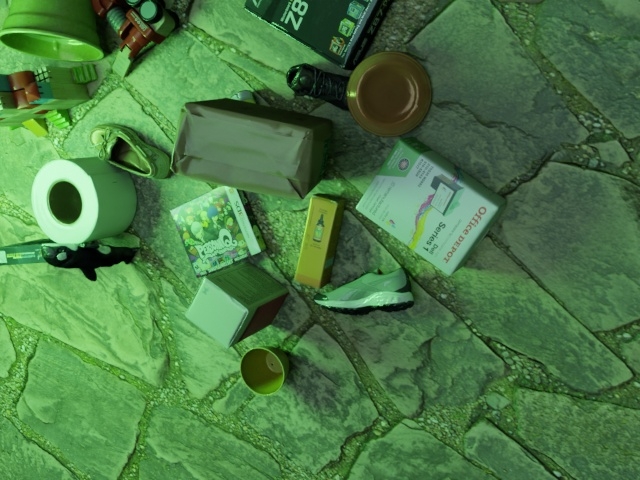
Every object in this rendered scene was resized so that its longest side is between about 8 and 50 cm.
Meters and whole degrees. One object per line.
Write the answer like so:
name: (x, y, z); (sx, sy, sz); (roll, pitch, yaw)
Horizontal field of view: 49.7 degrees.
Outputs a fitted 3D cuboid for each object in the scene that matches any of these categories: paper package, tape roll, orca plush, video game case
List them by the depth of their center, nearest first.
paper package: (-0.144, -0.221, 1.618); (0.310, 0.325, 0.168); (13, 104, 5)
video game case: (-0.283, -0.030, 1.901); (0.232, 0.042, 0.210); (-21, 89, 26)
orca plush: (-0.644, 0.066, 1.942); (0.151, 0.287, 0.102); (-5, 84, 27)
tape roll: (-0.679, -0.117, 1.992); (0.246, 0.169, 0.246); (4, 100, 23)

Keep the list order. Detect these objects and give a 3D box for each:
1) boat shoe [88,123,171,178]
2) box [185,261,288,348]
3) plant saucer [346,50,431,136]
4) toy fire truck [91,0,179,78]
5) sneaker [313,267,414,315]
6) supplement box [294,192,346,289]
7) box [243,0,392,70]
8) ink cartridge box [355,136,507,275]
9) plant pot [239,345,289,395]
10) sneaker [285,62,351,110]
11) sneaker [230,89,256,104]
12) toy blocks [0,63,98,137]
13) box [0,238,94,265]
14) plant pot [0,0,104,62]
boat shoe: (-0.554, -0.255, 1.955); (0.285, 0.089, 0.104); (24, 108, 19)
box: (-0.213, 0.163, 1.799); (0.149, 0.232, 0.126); (35, 110, 15)
plant saucer: (0.161, -0.341, 1.614); (0.200, 0.037, 0.199); (1, 103, 3)
toy fire truck: (-0.531, -0.579, 1.872); (0.246, 0.158, 0.217); (-44, 81, 13)
sneaker: (0.107, 0.129, 1.739); (0.272, 0.100, 0.107); (-9, 71, 28)
supplement box: (0.000, 0.000, 1.763); (0.078, 0.080, 0.233); (18, 108, 20)
box: (0.036, -0.649, 1.620); (0.318, 0.097, 0.394); (36, 112, 17)
ink cartridge box: (0.258, -0.082, 1.610); (0.278, 0.117, 0.201); (37, 112, 13)
plant pot: (-0.137, 0.341, 1.873); (0.134, 0.095, 0.134); (4, 101, 24)
sneaker: (0.015, -0.368, 1.663); (0.228, 0.130, 0.087); (24, 110, 16)
sneaker: (-0.245, -0.302, 1.816); (0.209, 0.081, 0.094); (-34, 87, 25)
toy blocks: (-0.864, -0.408, 1.971); (0.382, 0.261, 0.190); (-13, 94, 25)
box: (-0.828, 0.029, 2.076); (0.233, 0.183, 0.059); (-3, 98, 23)
plant pot: (-0.727, -0.650, 1.887); (0.276, 0.276, 0.253); (3, 89, 23)
